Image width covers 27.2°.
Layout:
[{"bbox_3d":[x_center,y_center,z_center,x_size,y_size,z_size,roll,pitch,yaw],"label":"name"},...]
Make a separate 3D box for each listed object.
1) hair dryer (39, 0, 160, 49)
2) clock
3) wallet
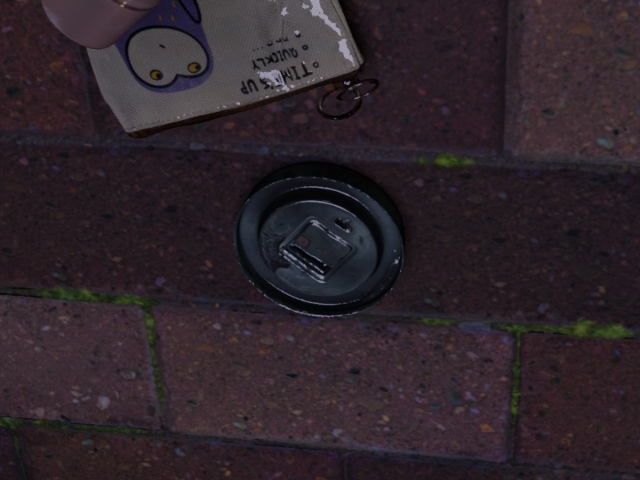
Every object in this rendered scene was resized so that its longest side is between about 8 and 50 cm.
[{"bbox_3d":[-0.281,-0.333,1.280,0.344,0.107,0.189,28,134,-34],"label":"hair dryer"},{"bbox_3d":[0.000,0.000,1.634,0.214,0.042,0.215,6,127,8],"label":"clock"},{"bbox_3d":[-0.125,-0.241,1.458,0.335,0.068,0.275,-10,117,23],"label":"wallet"}]
